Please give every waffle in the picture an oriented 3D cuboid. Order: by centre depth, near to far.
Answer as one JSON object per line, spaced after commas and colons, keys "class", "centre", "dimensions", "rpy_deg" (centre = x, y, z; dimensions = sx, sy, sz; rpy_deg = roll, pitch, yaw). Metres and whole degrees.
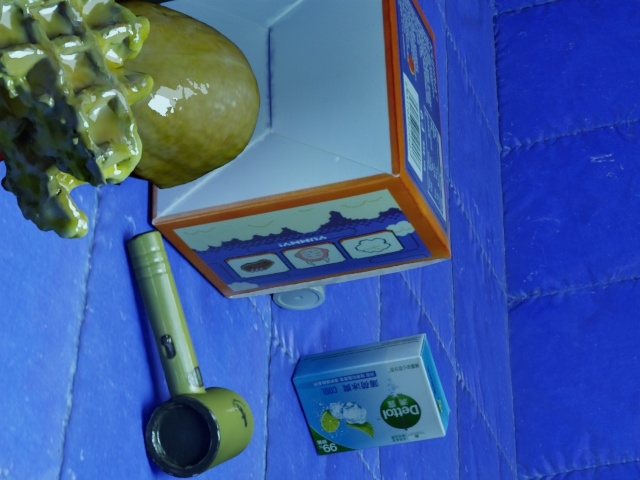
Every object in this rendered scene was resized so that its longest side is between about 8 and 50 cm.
{"class": "waffle", "centre": [-0.292, -0.144, 1.217], "dimensions": [0.324, 0.151, 0.261], "rpy_deg": [8, 66, -44]}

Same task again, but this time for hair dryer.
{"class": "hair dryer", "centre": [-0.159, 0.124, 1.772], "dimensions": [0.135, 0.090, 0.278], "rpy_deg": [-6, 79, -72]}

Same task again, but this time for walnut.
{"class": "walnut", "centre": [-0.186, -0.161, 1.661], "dimensions": [0.298, 0.203, 0.203], "rpy_deg": [29, 52, -64]}

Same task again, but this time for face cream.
{"class": "face cream", "centre": [-0.031, -0.026, 2.263], "dimensions": [0.077, 0.077, 0.250], "rpy_deg": [53, 32, -55]}

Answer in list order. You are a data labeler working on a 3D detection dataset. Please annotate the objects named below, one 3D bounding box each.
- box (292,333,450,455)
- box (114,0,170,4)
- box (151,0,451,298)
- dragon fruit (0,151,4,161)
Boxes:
{"class": "box", "centre": [0.074, 0.224, 2.246], "dimensions": [0.073, 0.194, 0.139], "rpy_deg": [-69, 144, -62]}
{"class": "box", "centre": [-0.232, -0.380, 1.625], "dimensions": [0.345, 0.205, 0.251], "rpy_deg": [-18, 96, -73]}
{"class": "box", "centre": [-0.019, -0.145, 1.967], "dimensions": [0.257, 0.319, 0.348], "rpy_deg": [49, 33, -58]}
{"class": "dragon fruit", "centre": [-0.323, -0.111, 1.357], "dimensions": [0.246, 0.125, 0.125], "rpy_deg": [-38, 131, -53]}
